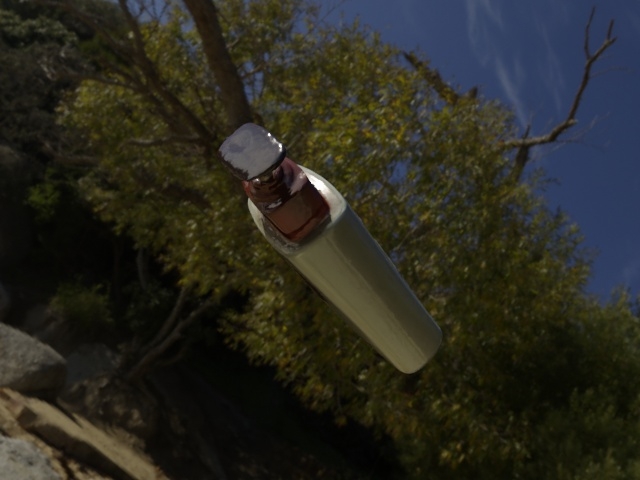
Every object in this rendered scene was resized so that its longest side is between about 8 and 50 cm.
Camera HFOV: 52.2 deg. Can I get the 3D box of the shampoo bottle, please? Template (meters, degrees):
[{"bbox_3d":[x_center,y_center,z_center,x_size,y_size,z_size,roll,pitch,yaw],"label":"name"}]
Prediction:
[{"bbox_3d":[0.000,0.000,0.516,0.153,0.071,0.284,48,0,38],"label":"shampoo bottle"}]
